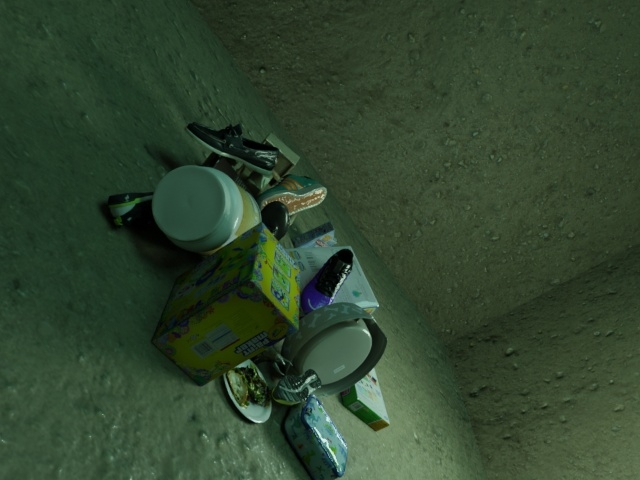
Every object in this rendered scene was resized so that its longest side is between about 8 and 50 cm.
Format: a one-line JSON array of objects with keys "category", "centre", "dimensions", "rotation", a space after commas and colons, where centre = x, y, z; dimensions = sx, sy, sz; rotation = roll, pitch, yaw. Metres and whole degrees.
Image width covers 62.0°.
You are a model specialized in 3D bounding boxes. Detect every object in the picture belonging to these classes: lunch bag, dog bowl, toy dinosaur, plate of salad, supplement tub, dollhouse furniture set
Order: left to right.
[{"category": "supplement tub", "centre": [-0.305, -0.073, 1.465], "dimensions": [0.228, 0.228, 0.316], "rotation": [61, 2, 11]}, {"category": "dollhouse furniture set", "centre": [-0.266, -0.203, 2.022], "dimensions": [0.362, 0.256, 0.394], "rotation": [40, 36, -12]}, {"category": "plate of salad", "centre": [-0.184, 0.382, 1.408], "dimensions": [0.200, 0.048, 0.200], "rotation": [51, 16, -21]}, {"category": "toy dinosaur", "centre": [-0.192, 0.251, 1.578], "dimensions": [0.160, 0.121, 0.313], "rotation": [61, 5, -37]}, {"category": "lunch bag", "centre": [-0.009, 0.563, 1.525], "dimensions": [0.219, 0.090, 0.176], "rotation": [58, 12, -1]}, {"category": "dog bowl", "centre": [0.035, 0.338, 1.660], "dimensions": [0.349, 0.349, 0.102], "rotation": [42, 9, -45]}]

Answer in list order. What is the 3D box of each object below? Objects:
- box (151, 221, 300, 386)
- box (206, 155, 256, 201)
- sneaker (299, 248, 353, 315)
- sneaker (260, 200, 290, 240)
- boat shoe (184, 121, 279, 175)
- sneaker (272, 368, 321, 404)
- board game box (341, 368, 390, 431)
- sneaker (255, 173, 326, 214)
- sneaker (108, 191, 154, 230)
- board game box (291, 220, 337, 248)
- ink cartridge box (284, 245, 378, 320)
[{"category": "box", "centre": [-0.216, 0.148, 1.308], "dimensions": [0.177, 0.290, 0.279], "rotation": [51, 17, -24]}, {"category": "box", "centre": [-0.333, -0.133, 1.733], "dimensions": [0.203, 0.167, 0.168], "rotation": [53, 16, -16]}, {"category": "sneaker", "centre": [0.028, 0.122, 1.703], "dimensions": [0.102, 0.146, 0.293], "rotation": [34, 42, -1]}, {"category": "sneaker", "centre": [-0.189, 0.006, 1.699], "dimensions": [0.109, 0.286, 0.130], "rotation": [29, 19, -3]}, {"category": "boat shoe", "centre": [-0.281, -0.331, 1.778], "dimensions": [0.340, 0.113, 0.127], "rotation": [25, 20, -31]}, {"category": "sneaker", "centre": [-0.080, 0.431, 1.512], "dimensions": [0.208, 0.094, 0.081], "rotation": [8, 48, -60]}, {"category": "board game box", "centre": [0.153, 0.553, 2.090], "dimensions": [0.242, 0.064, 0.316], "rotation": [47, 18, -34]}, {"category": "sneaker", "centre": [-0.121, -0.160, 1.838], "dimensions": [0.302, 0.108, 0.121], "rotation": [-16, 46, -45]}, {"category": "sneaker", "centre": [-0.476, -0.074, 1.393], "dimensions": [0.235, 0.084, 0.097], "rotation": [-23, 105, -74]}, {"category": "board game box", "centre": [0.000, 0.000, 2.460], "dimensions": [0.194, 0.194, 0.060], "rotation": [36, 26, -52]}, {"category": "ink cartridge box", "centre": [-0.036, 0.167, 1.838], "dimensions": [0.396, 0.151, 0.270], "rotation": [-1, 53, -34]}]
